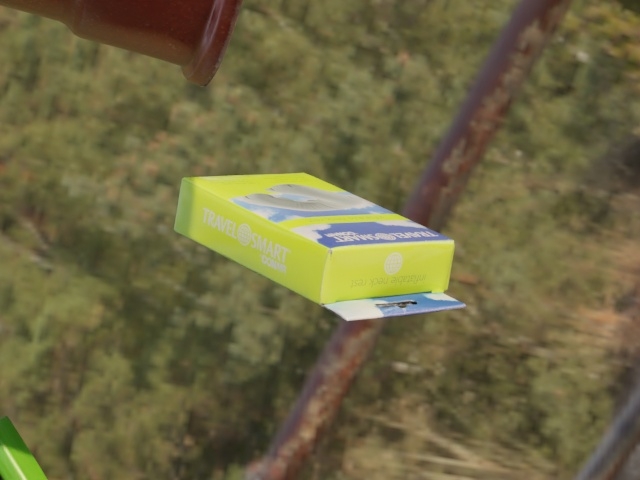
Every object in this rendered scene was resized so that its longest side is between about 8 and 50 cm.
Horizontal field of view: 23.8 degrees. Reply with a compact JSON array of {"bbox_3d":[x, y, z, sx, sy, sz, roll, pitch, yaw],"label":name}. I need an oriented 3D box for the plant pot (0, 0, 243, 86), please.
[{"bbox_3d":[-0.161,-0.225,0.698,0.272,0.265,0.272,-172,90,-78],"label":"plant pot"}]

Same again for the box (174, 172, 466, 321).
[{"bbox_3d":[0.000,0.000,0.978,0.178,0.109,0.042,26,112,45],"label":"box"}]

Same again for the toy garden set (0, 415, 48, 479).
[{"bbox_3d":[-0.220,0.266,0.995,0.204,0.049,0.244,54,130,17],"label":"toy garden set"}]
